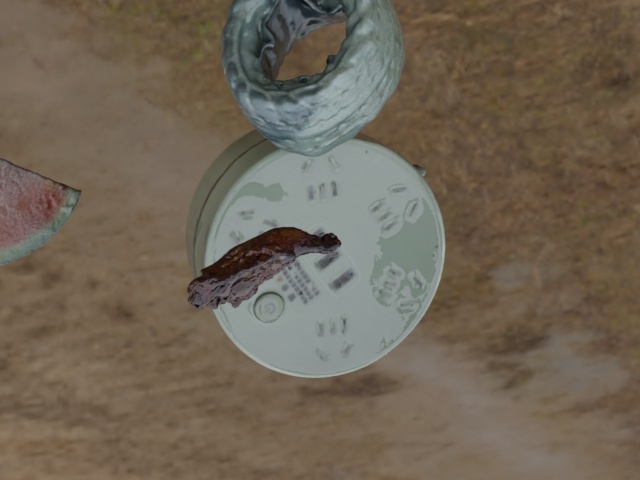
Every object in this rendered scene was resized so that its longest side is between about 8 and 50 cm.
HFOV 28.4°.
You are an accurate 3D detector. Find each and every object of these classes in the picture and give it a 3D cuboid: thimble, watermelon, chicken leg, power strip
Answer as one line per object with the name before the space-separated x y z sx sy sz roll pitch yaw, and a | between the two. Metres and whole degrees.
thimble | -0.005 -0.234 1.539 0.204 0.250 0.172 15 167 22
watermelon | -0.460 -0.039 1.865 0.207 0.136 0.202 -24 146 6
chicken leg | -0.063 0.026 1.454 0.205 0.053 0.093 -24 146 -17
power strip | 0.000 0.000 1.721 0.357 0.358 0.161 -4 -165 -15
